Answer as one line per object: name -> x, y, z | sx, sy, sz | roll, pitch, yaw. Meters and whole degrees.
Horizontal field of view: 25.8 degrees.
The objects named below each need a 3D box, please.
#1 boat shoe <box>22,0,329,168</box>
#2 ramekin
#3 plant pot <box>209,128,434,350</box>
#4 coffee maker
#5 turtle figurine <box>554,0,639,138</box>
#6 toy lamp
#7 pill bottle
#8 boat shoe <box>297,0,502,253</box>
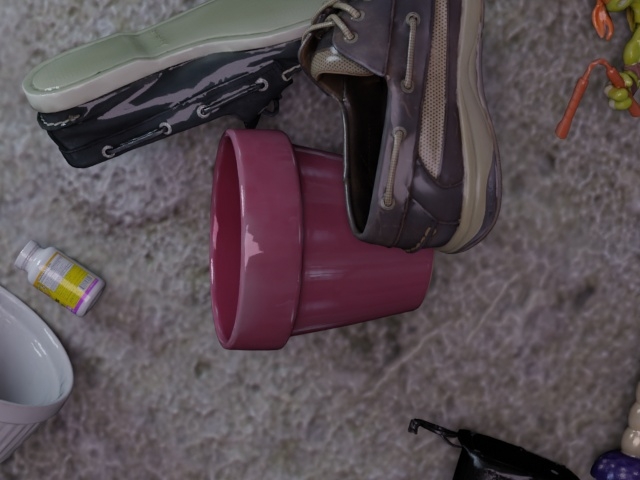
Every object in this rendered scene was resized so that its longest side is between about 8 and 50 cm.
boat shoe -> -0.094, -0.149, 1.285 | 0.340, 0.127, 0.113 | -21, 122, -9
ramekin -> -0.345, 0.121, 1.289 | 0.207, 0.207, 0.109 | 38, 106, -2
plant pot -> 0.000, 0.000, 1.267 | 0.180, 0.201, 0.201 | 1, 97, -13
coffee maker -> 0.144, 0.281, 1.334 | 0.171, 0.120, 0.178 | 24, 97, 24
turtle figurine -> 0.332, -0.187, 1.268 | 0.217, 0.087, 0.269 | 23, 89, -7
toy lamp -> 0.321, 0.101, 1.308 | 0.080, 0.080, 0.274 | 14, 97, 1
pill bottle -> -0.253, 0.035, 1.349 | 0.083, 0.043, 0.043 | 34, 98, -1
boat shoe -> 0.058, -0.162, 1.164 | 0.130, 0.132, 0.355 | -7, 82, -25
